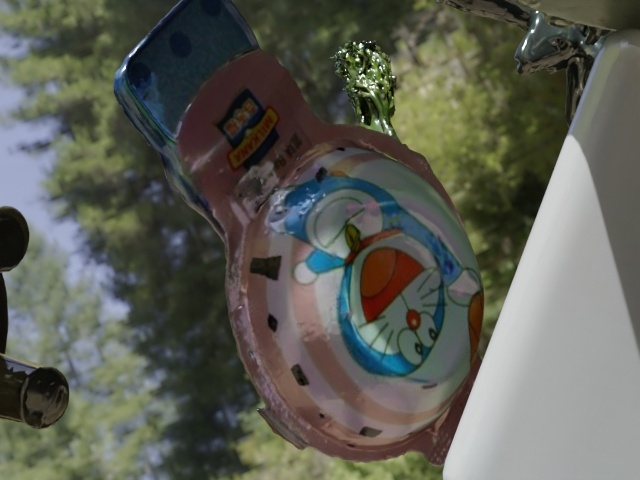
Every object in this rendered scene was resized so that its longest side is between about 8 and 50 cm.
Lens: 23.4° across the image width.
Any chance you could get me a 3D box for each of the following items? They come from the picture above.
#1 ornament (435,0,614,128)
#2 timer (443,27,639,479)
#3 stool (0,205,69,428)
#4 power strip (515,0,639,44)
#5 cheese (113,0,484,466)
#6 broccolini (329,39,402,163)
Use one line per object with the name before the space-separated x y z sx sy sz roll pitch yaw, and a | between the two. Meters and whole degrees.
ornament | 0.155 -0.172 0.961 0.202 0.236 0.080 -57 0 -29
timer | 0.188 0.044 0.627 0.192 0.194 0.195 9 -77 -68
stool | -0.171 0.061 0.542 0.121 0.217 0.125 13 1 36
power strip | 0.122 -0.129 0.536 0.080 0.029 0.227 13 -23 1
cheese | 0.000 0.000 0.806 0.074 0.286 0.189 -12 32 46
broccolini | 0.057 -0.069 1.232 0.051 0.239 0.054 3 -42 -25
